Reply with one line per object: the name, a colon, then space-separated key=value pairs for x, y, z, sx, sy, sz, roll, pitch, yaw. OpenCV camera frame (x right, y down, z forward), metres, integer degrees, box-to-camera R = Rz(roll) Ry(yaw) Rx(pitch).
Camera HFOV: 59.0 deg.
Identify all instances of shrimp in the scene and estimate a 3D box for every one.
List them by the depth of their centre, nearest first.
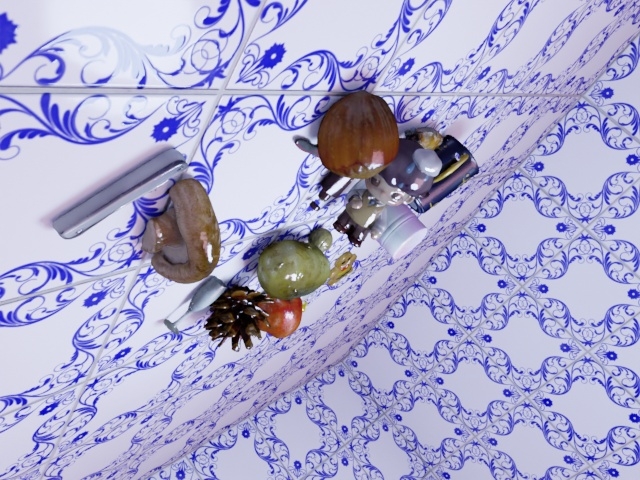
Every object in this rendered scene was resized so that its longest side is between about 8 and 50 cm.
shrimp: x=0.305 y=-0.303 z=1.830 sx=0.164 sy=0.062 sz=0.317 roll=-45 pitch=164 yaw=19

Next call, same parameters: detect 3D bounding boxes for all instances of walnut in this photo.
walnut: x=0.000 y=0.000 z=1.883 sx=0.092 sy=0.092 sz=0.092 roll=-36 pitch=160 yaw=-15

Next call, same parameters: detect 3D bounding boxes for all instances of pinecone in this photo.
pinecone: x=-0.252 y=0.244 z=1.754 sx=0.229 sy=0.203 sz=0.201 roll=-44 pitch=-156 yaw=63

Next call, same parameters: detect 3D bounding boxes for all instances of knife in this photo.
knife: x=-0.366 y=-0.084 z=1.055 sx=0.266 sy=0.040 sz=0.073 roll=-35 pitch=170 yaw=-16
knife: x=-0.011 y=-0.233 z=1.451 sx=0.035 sy=0.018 sz=0.247 roll=-49 pitch=162 yaw=14

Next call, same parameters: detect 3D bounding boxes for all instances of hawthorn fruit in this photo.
hawthorn fruit: x=-0.147 y=0.256 z=2.039 sx=0.189 sy=0.189 sz=0.189 roll=-36 pitch=160 yaw=-15

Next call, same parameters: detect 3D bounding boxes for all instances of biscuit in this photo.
biscuit: x=0.095 y=0.118 z=2.394 sx=0.158 sy=0.035 sz=0.240 roll=-37 pitch=161 yaw=-18

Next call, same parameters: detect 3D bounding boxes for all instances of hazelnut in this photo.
hazelnut: x=0.099 y=-0.249 z=1.370 sx=0.210 sy=0.186 sz=0.210 roll=-20 pitch=162 yaw=-7

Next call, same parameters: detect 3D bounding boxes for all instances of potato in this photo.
potato: x=-0.092 y=0.089 z=1.753 sx=0.210 sy=0.173 sz=0.307 roll=-25 pitch=163 yaw=14

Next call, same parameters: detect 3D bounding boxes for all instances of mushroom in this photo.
mushroom: x=-0.285 y=0.004 z=1.235 sx=0.156 sy=0.151 sz=0.285 roll=-26 pitch=156 yaw=-41

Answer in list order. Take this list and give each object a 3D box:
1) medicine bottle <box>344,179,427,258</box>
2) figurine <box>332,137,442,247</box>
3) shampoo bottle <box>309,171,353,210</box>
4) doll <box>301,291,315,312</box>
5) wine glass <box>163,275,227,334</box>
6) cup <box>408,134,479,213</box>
medicine bottle: x=0.212 y=-0.078 z=1.845 sx=0.152 sy=0.254 sz=0.152 roll=-35 pitch=160 yaw=-15
figurine: x=0.175 y=-0.149 z=1.672 sx=0.365 sy=0.218 sz=0.206 roll=-48 pitch=163 yaw=11
shampoo bottle: x=0.054 y=-0.178 z=1.620 sx=0.236 sy=0.067 sz=0.068 roll=-46 pitch=141 yaw=19
doll: x=-0.083 y=0.243 z=2.288 sx=0.113 sy=0.071 sz=0.135 roll=-54 pitch=154 yaw=12
wine glass: x=-0.359 y=0.183 z=1.630 sx=0.198 sy=0.066 sz=0.066 roll=-43 pitch=161 yaw=3
cup: x=0.398 y=-0.242 z=1.975 sx=0.256 sy=0.178 sz=0.255 roll=-38 pitch=156 yaw=-3
